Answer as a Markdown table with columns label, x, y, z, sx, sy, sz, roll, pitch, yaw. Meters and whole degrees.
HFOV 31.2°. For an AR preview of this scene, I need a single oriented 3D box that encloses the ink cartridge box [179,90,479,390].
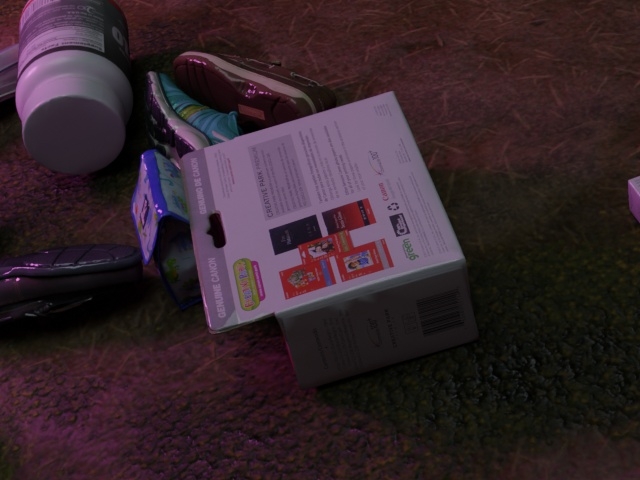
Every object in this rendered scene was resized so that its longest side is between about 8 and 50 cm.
| label | x | y | z | sx | sy | sz | roll | pitch | yaw |
| --- | --- | --- | --- | --- | --- | --- | --- | --- | --- |
| ink cartridge box | 0.000 | 0.000 | 1.288 | 0.272 | 0.130 | 0.309 | -16 | 43 | 0 |

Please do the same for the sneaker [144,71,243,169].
| label | x | y | z | sx | sy | sz | roll | pitch | yaw |
| --- | --- | --- | --- | --- | --- | --- | --- | --- | --- |
| sneaker | -0.162 | -0.138 | 1.535 | 0.110 | 0.107 | 0.275 | -17 | 44 | -26 |

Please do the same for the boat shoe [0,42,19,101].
| label | x | y | z | sx | sy | sz | roll | pitch | yaw |
| --- | --- | --- | --- | --- | --- | --- | --- | --- | --- |
| boat shoe | -0.546 | -0.199 | 1.720 | 0.267 | 0.088 | 0.096 | -37 | 22 | -26 |

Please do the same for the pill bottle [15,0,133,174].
| label | x | y | z | sx | sy | sz | roll | pitch | yaw |
| --- | --- | --- | --- | --- | --- | --- | --- | --- | --- |
| pill bottle | -0.349 | -0.231 | 1.628 | 0.161 | 0.161 | 0.283 | -17 | 43 | 3 |

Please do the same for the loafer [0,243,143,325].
| label | x | y | z | sx | sy | sz | roll | pitch | yaw |
| --- | --- | --- | --- | --- | --- | --- | --- | --- | --- |
| loafer | -0.356 | 0.066 | 1.399 | 0.302 | 0.095 | 0.109 | -6 | 14 | 8 |

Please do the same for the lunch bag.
| label | x | y | z | sx | sy | sz | roll | pitch | yaw |
| --- | --- | --- | --- | --- | --- | --- | --- | --- | --- |
| lunch bag | -0.169 | -0.016 | 1.352 | 0.096 | 0.151 | 0.129 | -21 | 44 | -3 |

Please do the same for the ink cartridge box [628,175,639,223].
| label | x | y | z | sx | sy | sz | roll | pitch | yaw |
| --- | --- | --- | --- | --- | --- | --- | --- | --- | --- |
| ink cartridge box | 0.400 | -0.027 | 1.235 | 0.088 | 0.052 | 0.122 | -21 | 44 | -2 |

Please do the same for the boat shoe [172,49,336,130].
| label | x | y | z | sx | sy | sz | roll | pitch | yaw |
| --- | --- | --- | --- | --- | --- | --- | --- | --- | --- |
| boat shoe | -0.088 | -0.207 | 1.576 | 0.257 | 0.095 | 0.095 | 27 | 46 | 31 |
